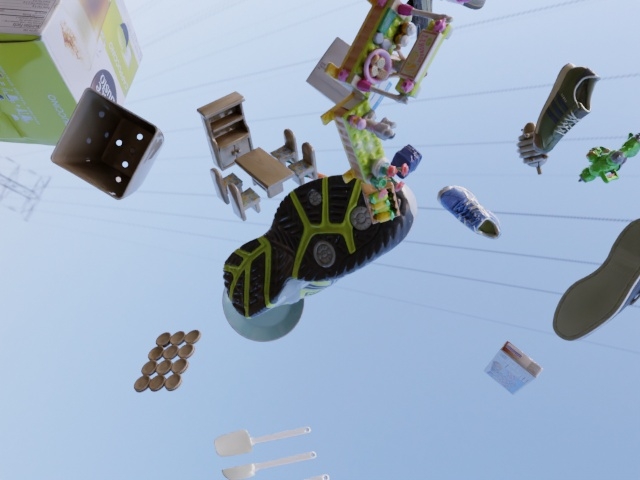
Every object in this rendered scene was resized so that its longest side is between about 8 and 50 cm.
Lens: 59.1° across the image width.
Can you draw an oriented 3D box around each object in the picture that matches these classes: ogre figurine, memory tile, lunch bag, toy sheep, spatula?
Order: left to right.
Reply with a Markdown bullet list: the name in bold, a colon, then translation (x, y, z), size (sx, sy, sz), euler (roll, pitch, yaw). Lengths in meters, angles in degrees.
- **memory tile**: translation (-0.306, 0.241, 1.135), size (0.113, 0.012, 0.148), euler (-9, -141, 21)
- **spatula**: translation (-0.107, 0.496, 1.267), size (0.168, 0.241, 0.019), euler (64, -36, 37)
- **lunch bag**: translation (0.258, -0.241, 1.690), size (0.065, 0.098, 0.067), euler (-38, -104, -29)
- **toy sheep**: translation (0.525, -0.226, 1.387), size (0.091, 0.091, 0.132), euler (-5, -83, 42)
- **ogre figurine**: translation (0.735, -0.204, 1.430), size (0.118, 0.097, 0.197), euler (-32, -169, -25)

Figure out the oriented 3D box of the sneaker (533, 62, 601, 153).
- **sneaker**: translation (0.517, -0.269, 1.179), size (0.086, 0.064, 0.192), euler (39, -62, 53)

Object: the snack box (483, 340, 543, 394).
- **snack box**: translation (0.306, 0.209, 0.909), size (0.064, 0.178, 0.022), euler (39, -103, 20)

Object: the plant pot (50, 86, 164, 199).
- **plant pot**: translation (-0.274, -0.127, 0.770), size (0.109, 0.108, 0.096), euler (-60, 179, 6)

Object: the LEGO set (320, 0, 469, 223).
- **LEGO set**: translation (0.082, -0.133, 0.577), size (0.107, 0.132, 0.287), euler (36, -57, 44)

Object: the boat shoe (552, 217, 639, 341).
- **boat shoe**: translation (0.607, 0.095, 1.163), size (0.303, 0.091, 0.114), euler (-50, -139, 12)

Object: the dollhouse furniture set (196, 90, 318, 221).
- **dollhouse furniture set**: translation (-0.160, -0.206, 1.281), size (0.212, 0.161, 0.242), euler (-32, -130, -23)

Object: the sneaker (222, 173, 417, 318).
- **sneaker**: translation (0.000, 0.000, 0.862), size (0.384, 0.147, 0.145), euler (-27, -99, 44)

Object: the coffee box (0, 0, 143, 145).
- **coffee box**: translation (-0.652, -0.445, 1.279), size (0.337, 0.338, 0.335), euler (6, -121, 5)

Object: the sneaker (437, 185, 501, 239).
- **sneaker**: translation (0.408, -0.076, 1.522), size (0.080, 0.211, 0.081), euler (-56, -169, 21)

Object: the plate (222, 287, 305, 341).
- **plate**: translation (-0.129, 0.136, 1.287), size (0.188, 0.188, 0.024), euler (-55, -177, 1)

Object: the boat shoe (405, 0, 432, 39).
- **boat shoe**: translation (0.250, -0.604, 1.463), size (0.073, 0.224, 0.080), euler (-6, -136, 0)

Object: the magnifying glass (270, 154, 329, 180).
- **magnifying glass**: translation (-0.050, -0.199, 1.613), size (0.230, 0.092, 0.026), euler (23, -61, 13)

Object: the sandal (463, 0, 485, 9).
- **sandal**: translation (0.174, -0.385, 0.799), size (0.049, 0.180, 0.072), euler (-45, -139, 45)

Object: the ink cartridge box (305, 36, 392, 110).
- **ink cartridge box**: translation (0.097, -0.501, 1.795), size (0.171, 0.232, 0.168), euler (39, -78, 13)
